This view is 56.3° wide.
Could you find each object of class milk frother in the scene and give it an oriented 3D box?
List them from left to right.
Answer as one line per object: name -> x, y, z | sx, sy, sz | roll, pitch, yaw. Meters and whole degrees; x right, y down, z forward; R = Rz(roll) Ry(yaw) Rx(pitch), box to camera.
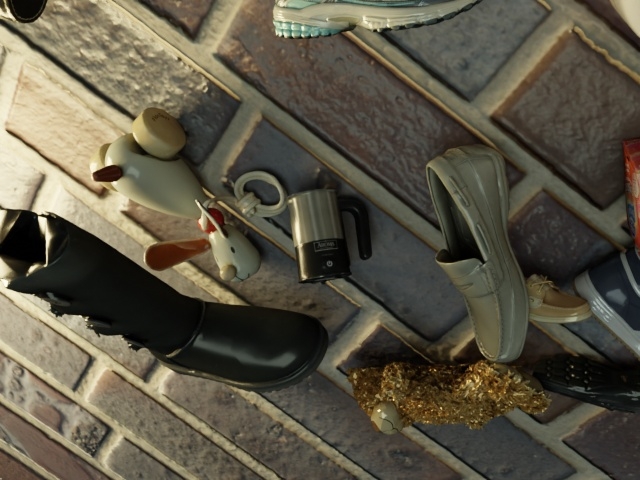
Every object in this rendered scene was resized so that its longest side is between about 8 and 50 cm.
milk frother -> 0.000, 0.000, 0.957 | 0.143, 0.129, 0.134 | -22, 74, 57

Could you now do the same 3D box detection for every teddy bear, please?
teddy bear -> 0.200, 0.261, 0.982 | 0.338, 0.113, 0.245 | -6, 159, 21

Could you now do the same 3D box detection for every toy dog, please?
toy dog -> -0.237, -0.054, 0.958 | 0.334, 0.161, 0.220 | 31, 124, -1

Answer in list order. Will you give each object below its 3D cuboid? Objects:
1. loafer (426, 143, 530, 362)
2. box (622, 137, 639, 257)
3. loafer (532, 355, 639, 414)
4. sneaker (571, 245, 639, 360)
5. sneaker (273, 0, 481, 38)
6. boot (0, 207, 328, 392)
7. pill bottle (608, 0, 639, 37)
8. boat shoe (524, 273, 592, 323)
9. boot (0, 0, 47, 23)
loafer -> 0.215, 0.027, 0.847 | 0.112, 0.112, 0.319 | -16, 98, -19
box -> 0.516, -0.065, 0.725 | 0.257, 0.122, 0.128 | -7, 115, 21
loafer -> 0.453, 0.238, 0.949 | 0.224, 0.076, 0.078 | 5, 129, 20
sneaker -> 0.515, 0.112, 0.844 | 0.282, 0.099, 0.153 | 40, 125, -3
sneaker -> 0.066, -0.322, 0.737 | 0.283, 0.110, 0.122 | 0, 115, 18
boot -> -0.242, 0.093, 0.931 | 0.367, 0.146, 0.445 | -8, 144, 27
pill bottle -> 0.363, -0.264, 0.565 | 0.161, 0.283, 0.160 | 8, 120, 14
boat shoe -> 0.313, 0.078, 0.883 | 0.170, 0.063, 0.059 | 10, 113, 48
boot -> -0.295, -0.419, 0.788 | 0.284, 0.138, 0.377 | 29, 118, 1
